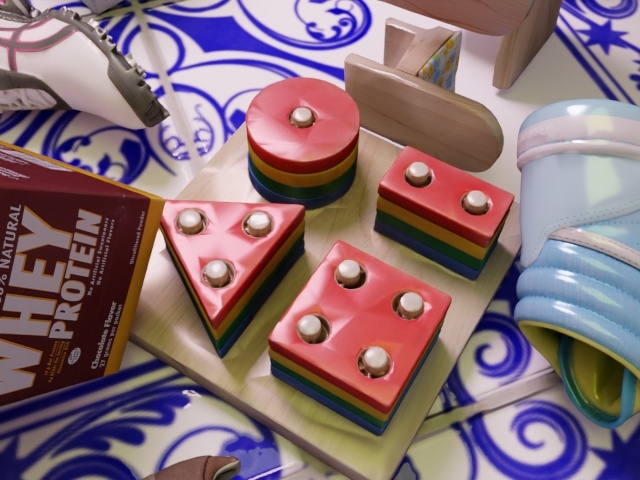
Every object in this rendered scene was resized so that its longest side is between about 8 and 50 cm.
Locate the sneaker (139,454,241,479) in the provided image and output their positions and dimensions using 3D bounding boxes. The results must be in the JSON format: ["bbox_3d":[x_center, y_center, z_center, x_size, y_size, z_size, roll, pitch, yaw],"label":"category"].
[{"bbox_3d":[-0.049,0.211,0.438,0.071,0.066,0.188,-21,60,-16],"label":"sneaker"}]

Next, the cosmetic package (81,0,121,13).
[{"bbox_3d":[-0.218,-0.359,0.733,0.151,0.184,0.151,-38,65,-23],"label":"cosmetic package"}]

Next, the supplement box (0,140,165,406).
[{"bbox_3d":[-0.237,0.004,0.458,0.191,0.194,0.129,19,97,19],"label":"supplement box"}]

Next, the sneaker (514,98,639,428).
[{"bbox_3d":[0.273,0.042,0.539,0.319,0.127,0.208,14,78,-10],"label":"sneaker"}]

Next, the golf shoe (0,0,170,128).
[{"bbox_3d":[-0.249,-0.146,0.660,0.273,0.105,0.120,31,77,24],"label":"golf shoe"}]

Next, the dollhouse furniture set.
[{"bbox_3d":[0.218,-0.288,0.565,0.256,0.394,0.362,26,57,22],"label":"dollhouse furniture set"}]

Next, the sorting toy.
[{"bbox_3d":[0.000,0.000,0.562,0.255,0.089,0.257,28,61,16],"label":"sorting toy"}]
